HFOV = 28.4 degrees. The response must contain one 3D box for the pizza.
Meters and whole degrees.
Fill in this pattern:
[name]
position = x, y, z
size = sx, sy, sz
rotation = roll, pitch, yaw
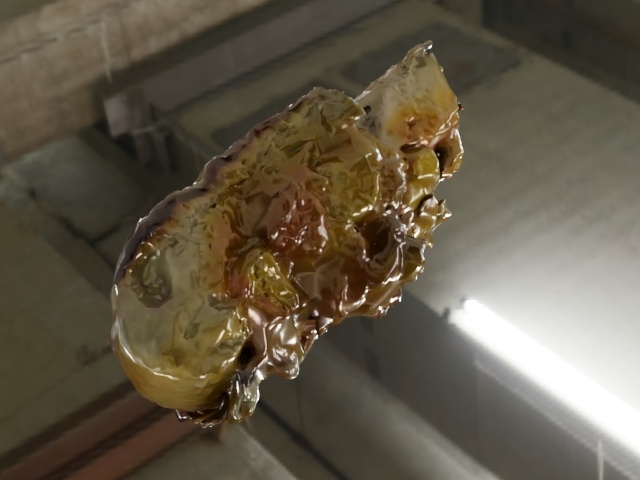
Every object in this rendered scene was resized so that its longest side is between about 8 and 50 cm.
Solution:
[pizza]
position = 0.000, 0.000, 0.548
size = 0.085, 0.161, 0.305
rotation = 46, -156, 3
